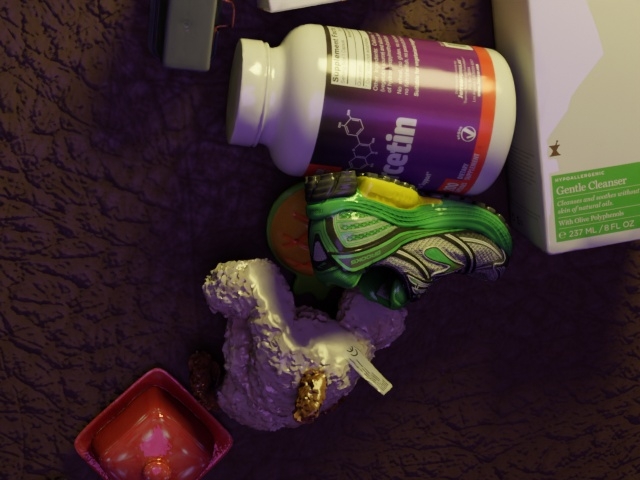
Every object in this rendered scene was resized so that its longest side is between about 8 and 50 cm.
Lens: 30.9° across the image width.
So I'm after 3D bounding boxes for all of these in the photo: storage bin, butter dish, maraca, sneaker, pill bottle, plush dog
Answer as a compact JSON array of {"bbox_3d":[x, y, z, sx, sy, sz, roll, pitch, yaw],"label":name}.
[{"bbox_3d":[-0.148,-0.259,1.353,0.098,0.091,0.135,4,116,-12],"label":"storage bin"},{"bbox_3d":[-0.210,0.274,1.472,0.160,0.118,0.160,-42,106,2],"label":"butter dish"},{"bbox_3d":[0.000,0.000,1.457,0.127,0.099,0.185,-17,129,-1],"label":"maraca"},{"bbox_3d":[0.104,0.015,1.402,0.343,0.134,0.146,10,82,-43],"label":"sneaker"},{"bbox_3d":[0.056,-0.157,1.381,0.323,0.181,0.181,5,103,-11],"label":"pill bottle"},{"bbox_3d":[-0.039,0.165,1.437,0.262,0.210,0.225,11,146,-16],"label":"plush dog"}]

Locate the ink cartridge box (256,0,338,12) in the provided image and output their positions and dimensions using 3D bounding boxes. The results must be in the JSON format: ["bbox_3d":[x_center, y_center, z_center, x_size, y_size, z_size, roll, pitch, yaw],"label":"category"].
[{"bbox_3d":[0.024,-0.319,1.370,0.198,0.115,0.067,-11,105,-9],"label":"ink cartridge box"}]

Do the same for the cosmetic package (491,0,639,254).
[{"bbox_3d":[0.331,-0.187,1.439,0.197,0.155,0.365,-11,107,-6],"label":"cosmetic package"}]
